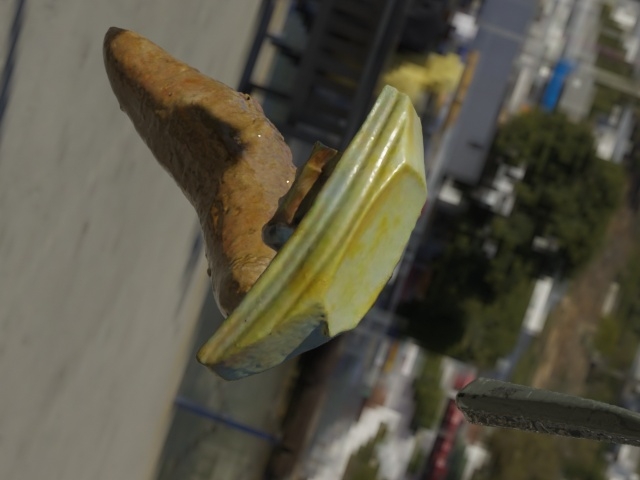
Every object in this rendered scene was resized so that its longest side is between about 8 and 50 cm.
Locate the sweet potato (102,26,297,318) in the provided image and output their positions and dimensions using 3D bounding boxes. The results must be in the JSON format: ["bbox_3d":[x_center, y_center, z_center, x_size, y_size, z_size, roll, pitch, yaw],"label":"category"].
[{"bbox_3d":[-0.071,-0.055,1.403,0.092,0.114,0.341,-61,-141,31],"label":"sweet potato"}]

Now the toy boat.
[{"bbox_3d":[0.000,0.000,0.943,0.172,0.066,0.065,-58,147,-10],"label":"toy boat"}]

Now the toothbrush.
[{"bbox_3d":[0.157,0.101,1.058,0.030,0.030,0.297,-54,-159,-15],"label":"toothbrush"}]
